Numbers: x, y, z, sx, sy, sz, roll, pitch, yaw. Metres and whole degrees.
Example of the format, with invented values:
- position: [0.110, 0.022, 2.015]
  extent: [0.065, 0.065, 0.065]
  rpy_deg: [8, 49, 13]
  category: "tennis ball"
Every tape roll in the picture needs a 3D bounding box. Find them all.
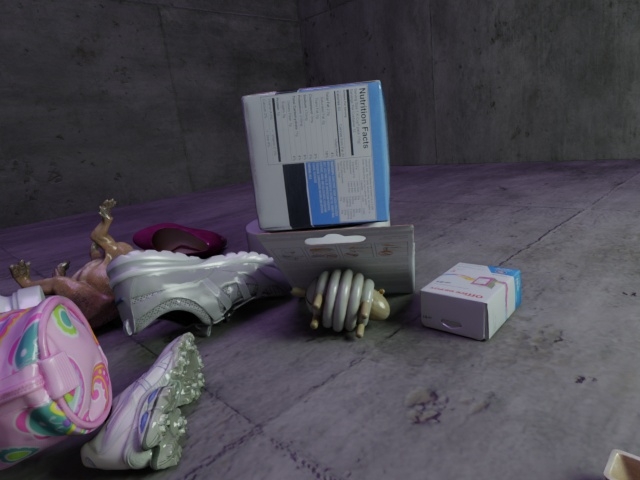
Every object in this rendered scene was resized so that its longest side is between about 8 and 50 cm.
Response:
- position: [0.000, 0.000, 0.843]
  extent: [0.286, 0.100, 0.286]
  rpy_deg: [-6, 14, 1]
  category: "tape roll"

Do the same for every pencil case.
- position: [-0.320, 0.141, 0.324]
  extent: [0.284, 0.124, 0.124]
  rpy_deg: [-18, 16, -11]
  category: "pencil case"

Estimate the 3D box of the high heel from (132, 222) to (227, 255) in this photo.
- position: [-0.357, 0.004, 1.032]
  extent: [0.244, 0.082, 0.117]
  rpy_deg: [8, 6, 4]
  category: "high heel"

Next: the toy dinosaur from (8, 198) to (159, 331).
- position: [-0.333, 0.080, 0.669]
  extent: [0.296, 0.200, 0.127]
  rpy_deg: [-40, -7, -21]
  category: "toy dinosaur"

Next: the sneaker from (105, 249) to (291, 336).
- position: [-0.161, 0.084, 0.624]
  extent: [0.281, 0.115, 0.105]
  rpy_deg: [2, -22, -38]
  category: "sneaker"

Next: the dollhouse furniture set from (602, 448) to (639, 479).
- position: [0.219, 0.140, 0.230]
  extent: [0.114, 0.081, 0.091]
  rpy_deg: [7, 20, 44]
  category: "dollhouse furniture set"

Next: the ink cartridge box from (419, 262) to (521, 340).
- position: [0.198, 0.074, 0.557]
  extent: [0.088, 0.052, 0.122]
  rpy_deg: [6, 20, 41]
  category: "ink cartridge box"

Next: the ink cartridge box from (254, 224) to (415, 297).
- position: [0.036, 0.017, 0.588]
  extent: [0.189, 0.232, 0.066]
  rpy_deg: [-4, 60, 11]
  category: "ink cartridge box"

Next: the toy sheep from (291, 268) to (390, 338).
- position: [0.026, 0.078, 0.557]
  extent: [0.132, 0.091, 0.091]
  rpy_deg: [14, 17, 5]
  category: "toy sheep"

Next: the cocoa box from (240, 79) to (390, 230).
- position: [0.020, -0.173, 0.838]
  extent: [0.228, 0.231, 0.347]
  rpy_deg: [-3, 15, 10]
  category: "cocoa box"

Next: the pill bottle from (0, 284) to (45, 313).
- position: [-0.438, 0.127, 0.450]
  extent: [0.264, 0.146, 0.146]
  rpy_deg: [-16, 17, -30]
  category: "pill bottle"

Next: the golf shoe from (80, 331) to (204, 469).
- position: [-0.168, 0.148, 0.418]
  extent: [0.086, 0.069, 0.176]
  rpy_deg: [-13, 13, 1]
  category: "golf shoe"
